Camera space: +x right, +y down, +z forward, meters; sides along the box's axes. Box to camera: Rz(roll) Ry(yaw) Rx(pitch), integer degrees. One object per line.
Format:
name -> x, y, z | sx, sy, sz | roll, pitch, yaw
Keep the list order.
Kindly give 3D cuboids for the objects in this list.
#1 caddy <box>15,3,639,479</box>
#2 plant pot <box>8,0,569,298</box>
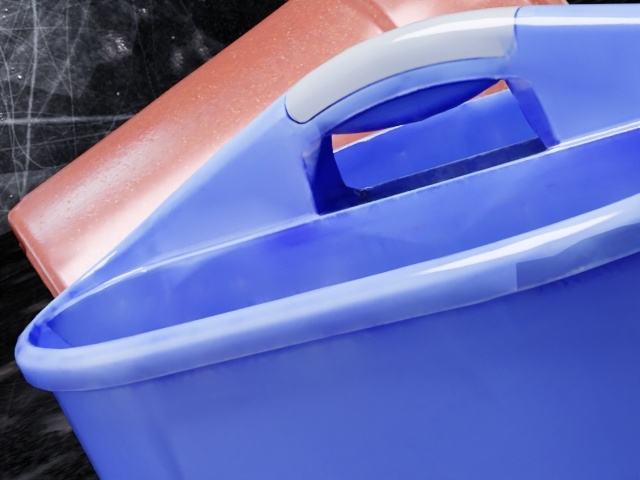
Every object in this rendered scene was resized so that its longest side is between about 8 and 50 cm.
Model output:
caddy -> 0.057, 0.012, 0.500 | 0.341, 0.179, 0.241 | -16, 12, 34
plant pot -> 0.000, 0.000, 0.769 | 0.265, 0.272, 0.272 | -32, 12, -10
